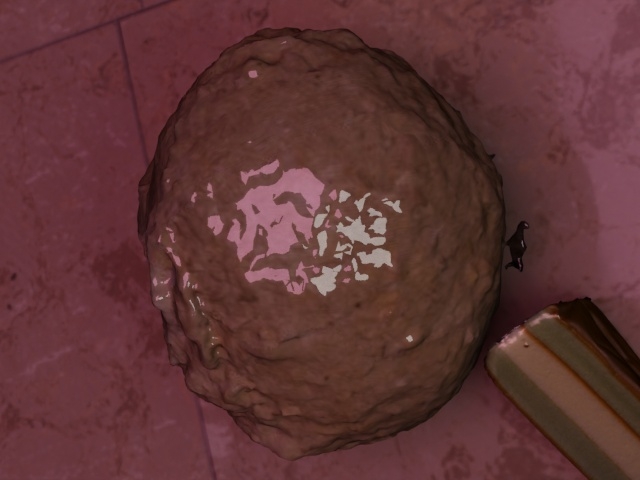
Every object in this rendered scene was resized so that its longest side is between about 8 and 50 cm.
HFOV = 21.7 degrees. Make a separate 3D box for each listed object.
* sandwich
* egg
[{"bbox_3d":[0.196,0.126,1.175,0.079,0.113,0.163,-39,74,19],"label":"sandwich"},{"bbox_3d":[0.000,0.000,1.188,0.279,0.279,0.310,-8,100,25],"label":"egg"}]
